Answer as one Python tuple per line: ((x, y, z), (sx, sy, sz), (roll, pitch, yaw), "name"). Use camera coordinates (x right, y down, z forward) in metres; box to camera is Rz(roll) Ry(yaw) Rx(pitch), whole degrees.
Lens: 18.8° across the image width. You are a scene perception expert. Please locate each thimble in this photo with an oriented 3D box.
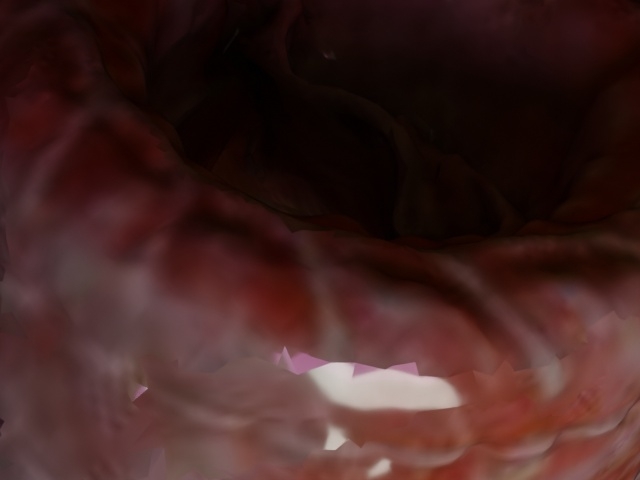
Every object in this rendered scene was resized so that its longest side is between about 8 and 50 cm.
((0.000, 0.000, 0.541), (0.239, 0.239, 0.162), (2, 132, -19), "thimble")
